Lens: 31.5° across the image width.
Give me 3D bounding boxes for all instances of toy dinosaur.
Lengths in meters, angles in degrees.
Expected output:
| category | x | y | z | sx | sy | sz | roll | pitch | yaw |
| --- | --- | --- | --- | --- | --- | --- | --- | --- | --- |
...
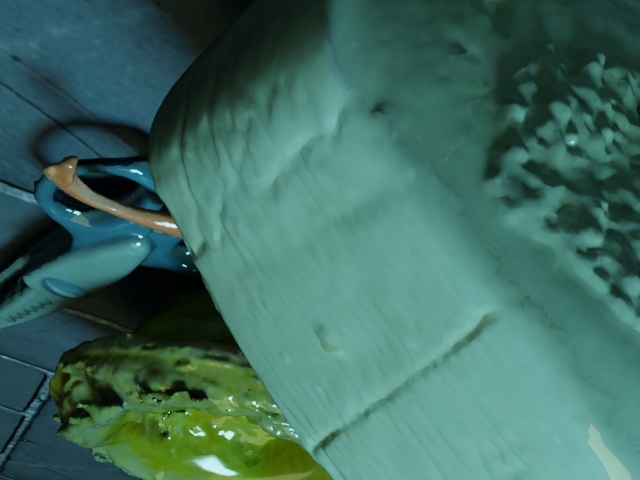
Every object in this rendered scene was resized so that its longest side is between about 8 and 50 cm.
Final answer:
| category | x | y | z | sx | sy | sz | roll | pitch | yaw |
| --- | --- | --- | --- | --- | --- | --- | --- | --- | --- |
| toy dinosaur | -0.001 | 0.005 | 0.577 | 0.279 | 0.055 | 0.101 | 30 | 141 | -31 |

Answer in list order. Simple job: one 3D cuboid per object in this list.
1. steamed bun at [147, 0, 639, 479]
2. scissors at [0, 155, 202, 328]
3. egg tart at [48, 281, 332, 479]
| category | x | y | z | sx | sy | sz | roll | pitch | yaw |
| --- | --- | --- | --- | --- | --- | --- | --- | --- | --- |
| steamed bun | 0.065 | 0.006 | 0.410 | 0.250 | 0.154 | 0.200 | 57 | 149 | 2 |
| scissors | -0.145 | 0.012 | 0.688 | 0.138 | 0.041 | 0.289 | 22 | 153 | -32 |
| egg tart | -0.028 | 0.109 | 0.736 | 0.288 | 0.118 | 0.288 | 11 | 151 | 6 |
